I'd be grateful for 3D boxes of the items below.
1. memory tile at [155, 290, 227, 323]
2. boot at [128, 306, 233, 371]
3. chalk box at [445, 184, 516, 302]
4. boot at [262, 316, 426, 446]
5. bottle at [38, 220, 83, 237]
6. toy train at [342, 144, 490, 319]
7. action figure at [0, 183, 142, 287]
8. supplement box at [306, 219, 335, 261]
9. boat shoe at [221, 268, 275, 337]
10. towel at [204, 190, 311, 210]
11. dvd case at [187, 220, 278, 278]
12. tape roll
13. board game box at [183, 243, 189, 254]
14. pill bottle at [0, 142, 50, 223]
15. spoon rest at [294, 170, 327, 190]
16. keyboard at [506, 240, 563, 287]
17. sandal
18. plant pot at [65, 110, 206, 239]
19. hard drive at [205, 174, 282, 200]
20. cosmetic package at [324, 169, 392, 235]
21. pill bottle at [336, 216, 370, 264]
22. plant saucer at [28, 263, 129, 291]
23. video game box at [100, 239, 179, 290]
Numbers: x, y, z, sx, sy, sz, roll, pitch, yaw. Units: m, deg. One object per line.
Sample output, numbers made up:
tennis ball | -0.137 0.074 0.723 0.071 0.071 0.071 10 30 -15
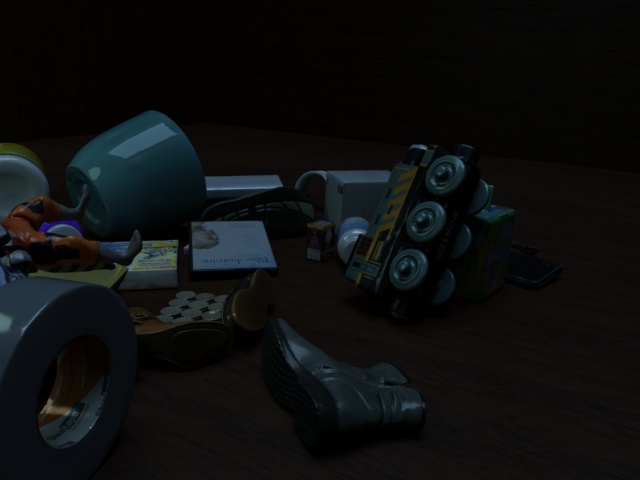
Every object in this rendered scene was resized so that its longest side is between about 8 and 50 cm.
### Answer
memory tile | -0.220 0.124 1.018 0.113 0.012 0.148 4 17 8
boot | -0.245 0.138 0.881 0.197 0.073 0.152 -4 14 -27
chalk box | 0.296 -0.007 1.154 0.132 0.213 0.132 15 22 37
boot | 0.023 0.183 0.779 0.161 0.084 0.246 1 22 -26
bottle | -0.533 -0.006 1.154 0.092 0.118 0.282 10 0 -33
toy train | 0.172 -0.026 1.061 0.190 0.334 0.142 18 -6 45
action figure | -0.429 0.050 0.827 0.330 0.179 0.341 -22 55 -39
supplement box | 0.000 0.000 1.315 0.043 0.083 0.055 13 21 31
boat shoe | -0.130 0.115 0.982 0.073 0.073 0.207 -33 8 14
towel | -0.239 -0.131 1.755 0.312 0.056 0.324 12 21 28
dvd case | -0.202 0.015 1.292 0.180 0.022 0.253 -1 26 -14
tape roll | -0.277 0.148 0.592 0.072 0.219 0.219 7 18 14
board game box | -0.258 0.014 1.348 0.090 0.020 0.090 5 18 9
pill bottle | -0.833 -0.158 1.558 0.187 0.188 0.334 -7 20 -25
spoon rest | 0.047 -0.141 1.711 0.276 0.084 0.137 26 24 31
keyboard | 0.397 0.034 1.341 0.201 0.033 0.317 -22 29 -38
sandal | -0.158 -0.067 1.475 0.302 0.120 0.086 -7 -2 -19
plant pot | -0.459 -0.135 1.401 0.293 0.293 0.235 17 37 39
hard drive | -0.276 -0.153 1.688 0.318 0.040 0.210 -2 15 -8
cosmetic package | 0.117 -0.099 1.529 0.183 0.152 0.151 -3 17 -16
pill bottle | 0.080 0.007 1.299 0.087 0.087 0.160 2 17 1
plant saucer | -0.503 0.121 0.886 0.332 0.081 0.333 3 17 0
video game box | -0.394 0.048 1.185 0.205 0.048 0.187 -2 20 -12
